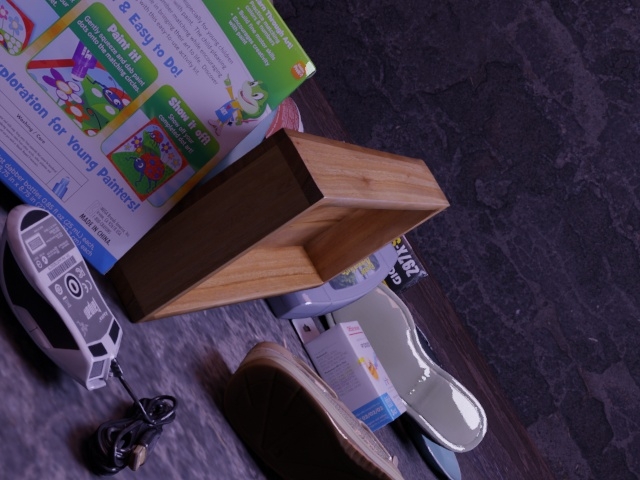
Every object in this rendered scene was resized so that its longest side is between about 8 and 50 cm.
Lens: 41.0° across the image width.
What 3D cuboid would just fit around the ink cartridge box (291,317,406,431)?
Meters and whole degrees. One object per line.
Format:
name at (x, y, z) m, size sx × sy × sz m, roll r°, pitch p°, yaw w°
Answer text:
ink cartridge box at (0.039, 0.169, 1.159) m, size 0.181 × 0.061 × 0.104 m, roll 60°, pitch 11°, yaw 10°

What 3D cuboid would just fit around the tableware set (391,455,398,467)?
tableware set at (0.072, 0.307, 0.993) m, size 0.128 × 0.039 × 0.194 m, roll 61°, pitch 11°, yaw 12°

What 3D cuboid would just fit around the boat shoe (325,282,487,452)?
boat shoe at (0.116, 0.186, 1.333) m, size 0.340 × 0.127 × 0.113 m, roll 44°, pitch -15°, yaw -1°

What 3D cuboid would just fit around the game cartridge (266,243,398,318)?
game cartridge at (0.000, 0.000, 1.202) m, size 0.294 × 0.060 × 0.196 m, roll -24°, pitch 86°, yaw -56°

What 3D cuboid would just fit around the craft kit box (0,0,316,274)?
craft kit box at (-0.162, -0.143, 0.640) m, size 0.250 × 0.246 × 0.061 m, roll 52°, pitch -9°, yaw -34°

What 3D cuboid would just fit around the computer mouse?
computer mouse at (-0.168, 0.066, 0.585) m, size 0.193 × 0.042 × 0.106 m, roll 63°, pitch 15°, yaw -10°

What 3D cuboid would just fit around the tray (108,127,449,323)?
tray at (-0.017, -0.016, 0.880) m, size 0.076 × 0.202 × 0.411 m, roll 60°, pitch 20°, yaw 9°

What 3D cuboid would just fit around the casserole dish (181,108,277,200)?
casserole dish at (-0.116, -0.097, 0.928) m, size 0.037 × 0.114 × 0.188 m, roll 43°, pitch 56°, yaw -30°

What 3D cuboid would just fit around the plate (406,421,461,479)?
plate at (0.182, 0.332, 1.458) m, size 0.188 × 0.024 × 0.188 m, roll 56°, pitch 10°, yaw -16°

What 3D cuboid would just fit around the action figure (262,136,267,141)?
action figure at (-0.129, -0.170, 1.084) m, size 0.275 × 0.164 × 0.141 m, roll 29°, pitch 74°, yaw -57°

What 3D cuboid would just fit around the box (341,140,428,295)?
box at (0.067, -0.014, 1.497) m, size 0.257 × 0.079 × 0.322 m, roll 57°, pitch -7°, yaw 4°

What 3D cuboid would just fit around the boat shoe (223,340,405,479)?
boat shoe at (0.023, 0.226, 0.831) m, size 0.302 × 0.109 × 0.098 m, roll 52°, pitch 13°, yaw -7°

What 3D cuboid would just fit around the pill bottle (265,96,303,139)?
pill bottle at (-0.099, -0.184, 1.298) m, size 0.121 × 0.121 × 0.216 m, roll 61°, pitch 11°, yaw 12°

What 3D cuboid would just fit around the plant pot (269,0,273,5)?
plant pot at (-0.174, -0.238, 0.807) m, size 0.323 × 0.323 × 0.281 m, roll -91°, pitch 166°, yaw -69°
